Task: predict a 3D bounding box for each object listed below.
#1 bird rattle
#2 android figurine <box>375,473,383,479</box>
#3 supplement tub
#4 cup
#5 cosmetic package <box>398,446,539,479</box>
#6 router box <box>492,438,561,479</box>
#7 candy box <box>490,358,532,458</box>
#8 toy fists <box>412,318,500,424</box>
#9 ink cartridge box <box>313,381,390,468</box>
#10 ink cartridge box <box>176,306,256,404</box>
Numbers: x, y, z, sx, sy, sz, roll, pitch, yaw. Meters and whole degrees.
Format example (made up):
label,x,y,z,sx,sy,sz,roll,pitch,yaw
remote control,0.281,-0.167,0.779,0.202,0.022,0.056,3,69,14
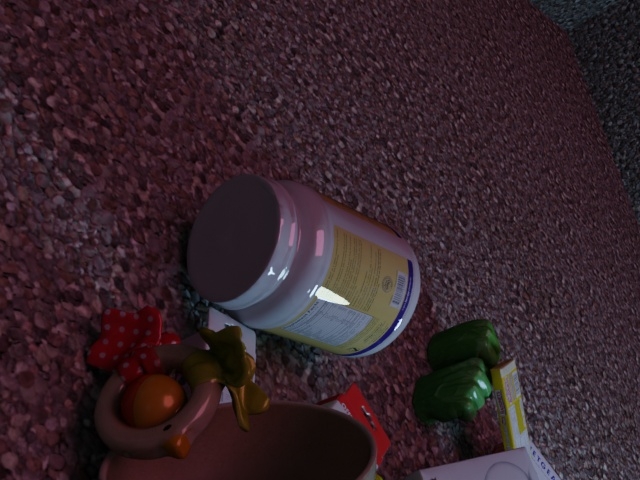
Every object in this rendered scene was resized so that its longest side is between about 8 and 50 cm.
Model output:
label,x,y,z,sx,sy,sz,roll,pitch,yaw
bird rattle,-0.202,0.176,1.174,0.143,0.253,0.207,80,28,-42
android figurine,0.107,0.477,1.426,0.273,0.056,0.248,-49,124,-74
supplement tub,-0.024,0.043,1.507,0.331,0.241,0.241,24,48,-43
cup,-0.089,0.368,1.149,0.331,0.331,0.237,-26,115,-58
cosmetic package,0.307,0.563,1.608,0.284,0.097,0.377,-2,62,-38
router box,0.446,0.609,1.882,0.335,0.082,0.301,52,33,-7
candy box,0.377,0.344,1.849,0.105,0.027,0.206,-9,89,-61
toy fists,0.287,0.261,1.883,0.096,0.142,0.279,53,33,-15
ink cartridge box,0.015,0.340,1.494,0.134,0.078,0.231,60,32,-5
ink cartridge box,-0.153,0.202,1.373,0.104,0.061,0.181,35,41,-37
